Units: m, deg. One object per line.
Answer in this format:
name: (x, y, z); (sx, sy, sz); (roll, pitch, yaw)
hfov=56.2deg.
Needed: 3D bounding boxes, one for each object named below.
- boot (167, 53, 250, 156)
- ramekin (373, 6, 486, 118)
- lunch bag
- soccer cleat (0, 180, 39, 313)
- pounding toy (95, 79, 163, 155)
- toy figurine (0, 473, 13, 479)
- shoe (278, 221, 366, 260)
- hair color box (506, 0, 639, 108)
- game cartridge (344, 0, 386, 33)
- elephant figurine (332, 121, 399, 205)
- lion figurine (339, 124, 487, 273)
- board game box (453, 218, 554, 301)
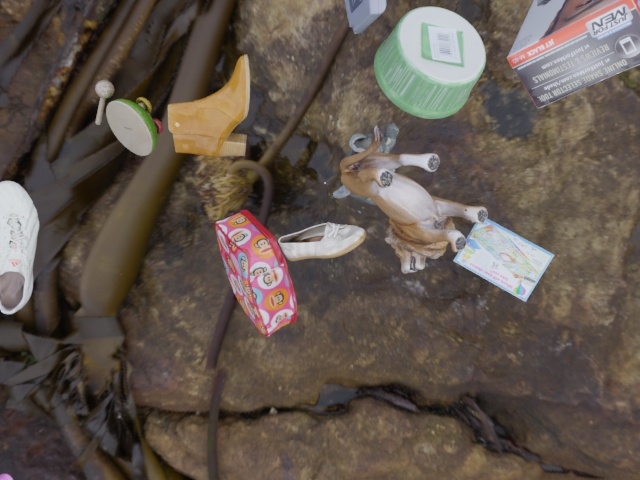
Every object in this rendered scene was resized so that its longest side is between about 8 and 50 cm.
boot: (-0.294, -0.353, 1.582); (0.211, 0.104, 0.295); (5, 123, -8)
ramekin: (0.318, -0.515, 1.710); (0.304, 0.148, 0.303); (5, 67, -13)
lunch bag: (-0.178, 0.077, 1.548); (0.120, 0.258, 0.293); (-26, 130, -21)
soccer cleat: (-0.450, 0.012, 0.879); (0.068, 0.076, 0.196); (-1, 106, -20)
pounding toy: (-0.556, -0.374, 1.802); (0.237, 0.183, 0.110); (36, 53, 9)
toy figurine: (-0.342, 0.273, 0.608); (0.159, 0.130, 0.173); (-8, 105, 17)
shoe: (0.000, 0.000, 1.377); (0.219, 0.076, 0.058); (-13, 128, 28)
hair color box: (0.215, -0.184, 0.469); (0.093, 0.167, 0.053); (-20, 121, 45)
game cartridge: (0.108, -0.742, 1.638); (0.062, 0.198, 0.297); (-12, 94, -20)
elephant figurine: (0.132, -0.230, 1.687); (0.169, 0.186, 0.239); (-30, 58, 31)
lion figurine: (0.145, -0.079, 1.126); (0.392, 0.240, 0.142); (46, 73, -32)
board game box: (0.348, 0.033, 1.145); (0.154, 0.026, 0.103); (31, 100, 11)
